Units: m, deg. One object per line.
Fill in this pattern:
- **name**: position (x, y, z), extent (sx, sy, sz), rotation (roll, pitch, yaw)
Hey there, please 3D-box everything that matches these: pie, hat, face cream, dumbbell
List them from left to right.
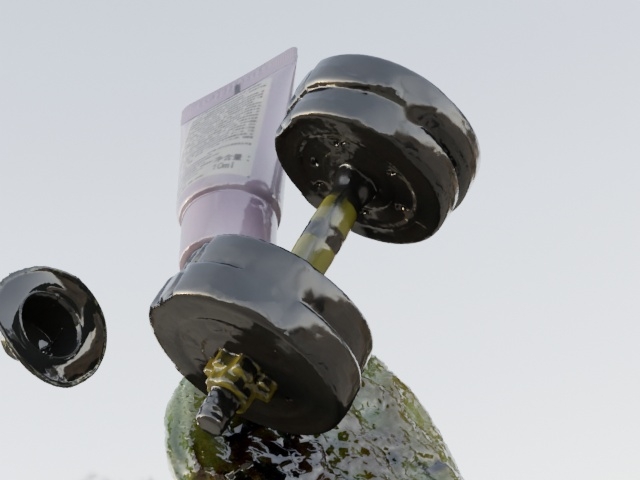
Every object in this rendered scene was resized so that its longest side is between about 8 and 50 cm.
- **hat**: position (-0.239, 0.080, 1.177), extent (0.050, 0.121, 0.121), rotation (-26, -26, 35)
- **face cream**: position (-0.087, -0.072, 1.349), extent (0.154, 0.274, 0.096), rotation (-28, -50, 27)
- **dumbbell**: position (0.000, 0.000, 1.163), extent (0.185, 0.388, 0.185), rotation (23, -31, 14)
- **pie**: position (0.007, 0.198, 1.212), extent (0.323, 0.323, 0.070), rotation (4, -50, -35)
